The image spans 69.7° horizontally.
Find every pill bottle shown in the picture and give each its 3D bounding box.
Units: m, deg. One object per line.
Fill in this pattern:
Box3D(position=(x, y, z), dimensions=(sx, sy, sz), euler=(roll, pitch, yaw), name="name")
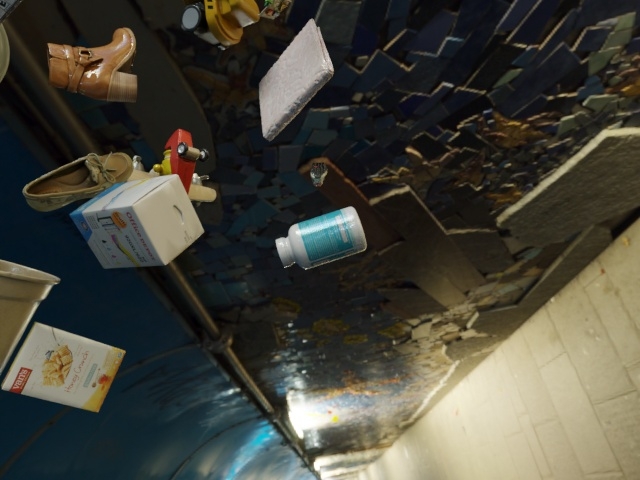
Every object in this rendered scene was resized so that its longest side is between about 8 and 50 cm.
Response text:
Box3D(position=(0.000, 0.000, 1.425), dimensions=(0.146, 0.264, 0.146), euler=(162, 90, -90), name="pill bottle")

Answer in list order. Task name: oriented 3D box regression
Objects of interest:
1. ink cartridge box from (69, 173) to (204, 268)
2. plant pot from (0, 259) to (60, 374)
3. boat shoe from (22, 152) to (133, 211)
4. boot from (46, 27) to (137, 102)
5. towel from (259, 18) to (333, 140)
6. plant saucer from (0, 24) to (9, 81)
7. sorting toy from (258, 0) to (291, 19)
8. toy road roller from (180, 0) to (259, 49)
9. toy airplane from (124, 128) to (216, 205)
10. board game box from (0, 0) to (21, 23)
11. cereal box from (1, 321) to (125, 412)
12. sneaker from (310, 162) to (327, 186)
Box3D(position=(-0.454, -0.045, 1.154), dimensions=(0.168, 0.232, 0.171), euler=(-54, -48, -49), name="ink cartridge box")
Box3D(position=(-0.902, 0.202, 1.184), dimensions=(0.334, 0.333, 0.306), euler=(112, 174, -82), name="plant pot")
Box3D(position=(-0.640, -0.164, 1.235), dimensions=(0.105, 0.285, 0.089), euler=(57, 154, -2), name="boat shoe")
Box3D(position=(-0.635, -0.507, 1.281), dimensions=(0.109, 0.220, 0.284), euler=(-40, 54, 53), name="boot")
Box3D(position=(-0.096, -0.549, 1.581), dimensions=(0.332, 0.053, 0.317), euler=(-39, 44, 34), name="towel")
Box3D(position=(-1.164, -0.630, 1.408), dimensions=(0.400, 0.100, 0.401), euler=(-18, -67, -51), name="plant saucer")
Box3D(position=(-0.100, -0.483, 0.957), dimensions=(0.012, 0.062, 0.083), euler=(61, -150, -2), name="sorting toy")
Box3D(position=(-0.356, -0.874, 1.660), dimensions=(0.202, 0.240, 0.330), euler=(-3, -93, -65), name="toy road roller")
Box3D(position=(-0.666, -0.251, 2.054), dimensions=(0.384, 0.272, 0.386), euler=(-51, -43, -34), name="toy airplane")
Box3D(position=(-0.801, -0.596, 0.961), dimensions=(0.291, 0.232, 0.141), euler=(38, -151, -46), name="board game box")
Box3D(position=(-0.665, 0.334, 1.206), dimensions=(0.047, 0.240, 0.173), euler=(-4, 62, 51), name="cereal box")
Box3D(position=(-0.005, -0.218, 1.581), dimensions=(0.161, 0.057, 0.075), euler=(-95, 2, -67), name="sneaker")
